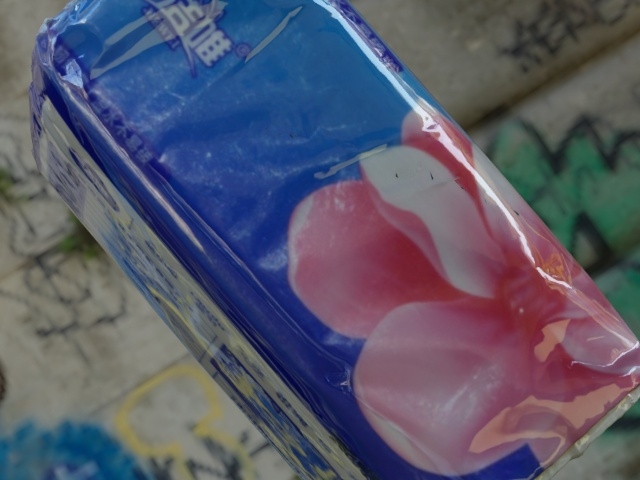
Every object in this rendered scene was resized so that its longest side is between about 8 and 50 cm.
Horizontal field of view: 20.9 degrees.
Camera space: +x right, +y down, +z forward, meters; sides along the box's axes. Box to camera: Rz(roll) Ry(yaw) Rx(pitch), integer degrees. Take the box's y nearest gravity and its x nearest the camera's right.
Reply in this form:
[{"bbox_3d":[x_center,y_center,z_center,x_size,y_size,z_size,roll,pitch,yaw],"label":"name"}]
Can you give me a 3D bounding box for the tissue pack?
[{"bbox_3d":[0.000,0.000,0.763,0.137,0.270,0.209,-41,-4,-17],"label":"tissue pack"}]
